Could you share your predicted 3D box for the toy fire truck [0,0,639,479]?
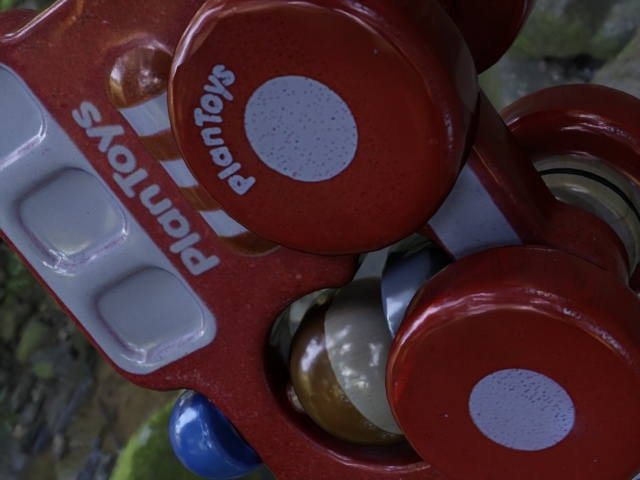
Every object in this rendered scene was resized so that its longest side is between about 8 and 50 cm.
[{"bbox_3d":[0.000,0.000,0.509,0.254,0.302,0.169,-25,21,33],"label":"toy fire truck"}]
